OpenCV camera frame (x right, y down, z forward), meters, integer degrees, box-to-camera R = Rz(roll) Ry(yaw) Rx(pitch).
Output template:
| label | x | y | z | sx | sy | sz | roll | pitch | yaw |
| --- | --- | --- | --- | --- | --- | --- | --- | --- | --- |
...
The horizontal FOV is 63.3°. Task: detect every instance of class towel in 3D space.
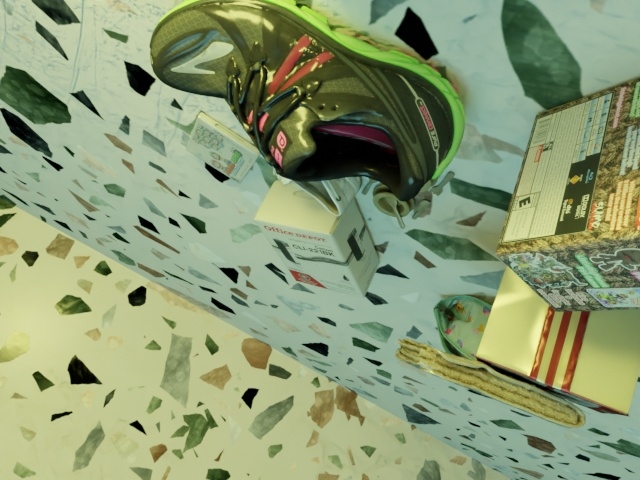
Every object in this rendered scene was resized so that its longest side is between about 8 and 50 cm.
| label | x | y | z | sx | sy | sz | roll | pitch | yaw |
| --- | --- | --- | --- | --- | --- | --- | --- | --- | --- |
| towel | 0.273 | 0.235 | 0.882 | 0.282 | 0.049 | 0.187 | 23 | 173 | -4 |

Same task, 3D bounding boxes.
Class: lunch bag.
| label | x | y | z | sx | sy | sz | roll | pitch | yaw |
| --- | --- | --- | --- | --- | --- | --- | --- | --- | --- |
| lunch bag | 0.404 | 0.250 | 1.228 | 0.223 | 0.160 | 0.262 | 39 | 173 | -33 |

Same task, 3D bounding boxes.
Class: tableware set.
| label | x | y | z | sx | sy | sz | roll | pitch | yaw |
| --- | --- | --- | --- | --- | --- | --- | --- | --- | --- |
| tableware set | 0.148 | -0.089 | 0.952 | 0.128 | 0.039 | 0.194 | 26 | 155 | 0 |

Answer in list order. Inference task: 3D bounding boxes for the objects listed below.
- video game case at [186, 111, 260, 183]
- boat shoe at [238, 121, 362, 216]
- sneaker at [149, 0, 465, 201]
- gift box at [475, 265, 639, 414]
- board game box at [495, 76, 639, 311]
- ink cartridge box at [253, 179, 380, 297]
| label | x | y | z | sx | sy | sz | roll | pitch | yaw |
| --- | --- | --- | --- | --- | --- | --- | --- | --- | --- |
| video game case | -0.211 | -0.193 | 1.113 | 0.143 | 0.019 | 0.157 | 32 | 155 | -12 |
| boat shoe | -0.045 | -0.145 | 0.957 | 0.277 | 0.096 | 0.098 | 35 | 154 | -19 |
| sneaker | -0.042 | -0.199 | 0.727 | 0.482 | 0.202 | 0.185 | 21 | 154 | 11 |
| gift box | 0.411 | 0.120 | 0.842 | 0.255 | 0.258 | 0.276 | 19 | 169 | 19 |
| board game box | 0.379 | -0.059 | 0.569 | 0.141 | 0.232 | 0.291 | 38 | 153 | -25 |
| ink cartridge box | 0.000 | 0.000 | 1.173 | 0.196 | 0.114 | 0.273 | 12 | 151 | 28 |
